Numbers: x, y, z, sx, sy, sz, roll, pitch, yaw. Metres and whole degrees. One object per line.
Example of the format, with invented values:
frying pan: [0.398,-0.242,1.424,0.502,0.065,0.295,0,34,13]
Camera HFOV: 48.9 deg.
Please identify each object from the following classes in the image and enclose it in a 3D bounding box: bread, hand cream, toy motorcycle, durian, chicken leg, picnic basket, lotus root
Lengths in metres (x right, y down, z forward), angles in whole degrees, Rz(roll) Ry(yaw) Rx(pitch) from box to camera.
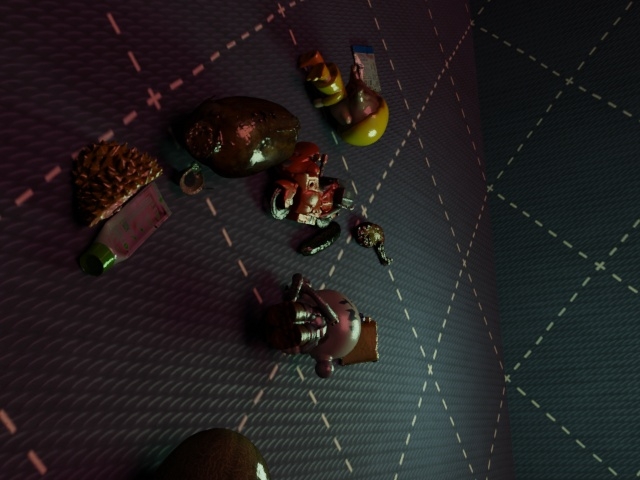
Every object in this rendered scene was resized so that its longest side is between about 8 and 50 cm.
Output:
bread: [0.117,0.295,2.093,0.152,0.127,0.147,28,56,-75]
hand cream: [-0.374,-0.025,1.376,0.275,0.050,0.079,-62,159,-56]
toy motorcycle: [-0.028,-0.153,1.945,0.325,0.147,0.221,10,95,-58]
durian: [-0.380,-0.111,1.326,0.182,0.165,0.132,-17,129,-39]
chicken leg: [0.180,0.004,2.345,0.253,0.051,0.106,40,54,-51]
picnic basket: [-0.276,-0.136,1.538,0.065,0.083,0.083,66,34,-34]
lotus root: [-0.182,-0.242,1.627,0.397,0.195,0.179,-27,132,-65]

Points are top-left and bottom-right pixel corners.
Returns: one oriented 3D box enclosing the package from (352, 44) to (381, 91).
package: [0.172,-0.623,2.555,0.171,0.027,0.173,-21,99,-57]

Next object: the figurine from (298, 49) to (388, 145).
figurine: [0.074,-0.436,2.178,0.343,0.187,0.215,39,36,-41]

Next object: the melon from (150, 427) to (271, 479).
melon: [-0.208,0.493,1.295,0.237,0.237,0.302,58,34,-34]

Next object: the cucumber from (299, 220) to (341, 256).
cucumber: [0.000,0.000,2.021,0.058,0.052,0.214,48,32,4]

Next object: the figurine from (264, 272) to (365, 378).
figurine: [-0.019,0.220,1.787,0.382,0.186,0.261,11,77,-64]
